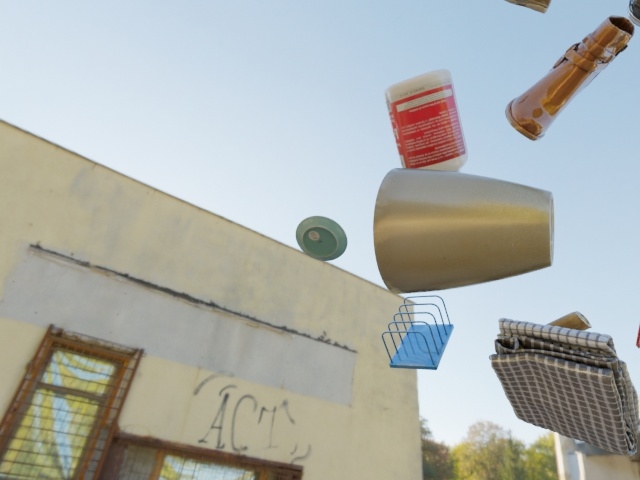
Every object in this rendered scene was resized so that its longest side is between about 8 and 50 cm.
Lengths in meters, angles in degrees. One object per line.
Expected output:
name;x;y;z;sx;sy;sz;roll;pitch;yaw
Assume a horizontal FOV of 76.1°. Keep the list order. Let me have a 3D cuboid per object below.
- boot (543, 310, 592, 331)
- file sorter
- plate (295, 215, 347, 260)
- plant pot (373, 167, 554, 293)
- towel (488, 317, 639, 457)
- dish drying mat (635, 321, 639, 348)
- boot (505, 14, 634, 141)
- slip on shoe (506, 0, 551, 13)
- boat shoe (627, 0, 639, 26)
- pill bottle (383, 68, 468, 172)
boot;1.009;0.384;1.811;0.236;0.089;0.269;25;-49;-33
file sorter;0.241;0.222;1.012;0.118;0.170;0.104;-9;-71;35
plate;0.000;0.000;1.413;0.188;0.024;0.188;9;-54;12
plant pot;0.276;-0.021;0.762;0.274;0.256;0.256;-1;-32;33
towel;0.507;0.308;0.856;0.235;0.121;0.283;2;-49;51
dish drying mat;0.939;0.273;1.199;0.032;0.083;0.008;34;-19;-33
boot;0.524;-0.337;0.852;0.109;0.283;0.220;50;-34;8
slip on shoe;0.509;-0.611;1.025;0.135;0.051;0.041;24;-53;8
boat shoe;0.585;-0.349;0.624;0.076;0.228;0.080;13;-58;-49
pill bottle;0.373;-0.350;1.408;0.229;0.229;0.407;-10;-76;29
